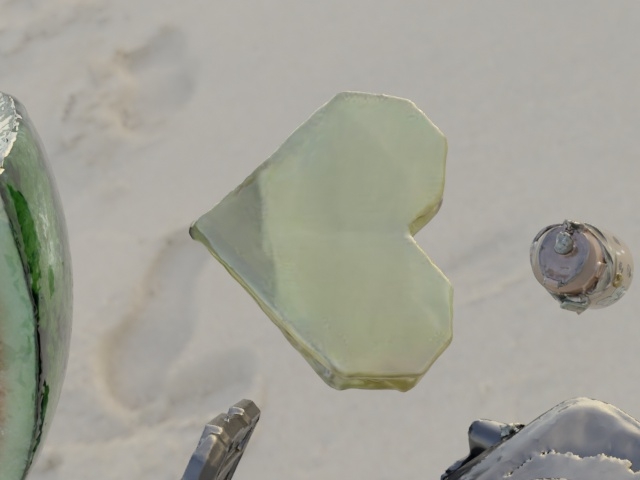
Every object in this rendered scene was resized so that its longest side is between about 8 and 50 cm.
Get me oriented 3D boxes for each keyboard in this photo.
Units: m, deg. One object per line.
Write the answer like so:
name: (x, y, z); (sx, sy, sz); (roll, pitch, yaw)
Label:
keyboard: (-0.062, 0.132, 0.927); (0.262, 0.016, 0.106); (43, -107, -88)

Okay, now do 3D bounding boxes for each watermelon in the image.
watermelon: (-0.287, 0.038, 1.282); (0.293, 0.283, 0.250); (5, 15, 15)

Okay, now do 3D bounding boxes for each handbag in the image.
handbag: (0.126, 0.221, 1.201); (0.254, 0.181, 0.181); (-32, 61, -34)

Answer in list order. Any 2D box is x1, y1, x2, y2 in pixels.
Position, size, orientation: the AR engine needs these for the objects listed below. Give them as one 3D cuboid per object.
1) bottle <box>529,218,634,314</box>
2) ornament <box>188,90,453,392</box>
bottle: (0.271, 0.027, 1.958); (0.099, 0.098, 0.152); (-10, -8, 21)
ornament: (0.000, 0.000, 1.265); (0.180, 0.201, 0.059); (3, -17, -10)
